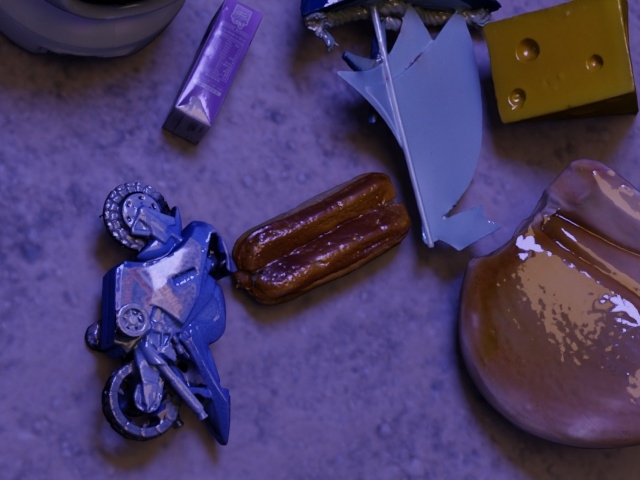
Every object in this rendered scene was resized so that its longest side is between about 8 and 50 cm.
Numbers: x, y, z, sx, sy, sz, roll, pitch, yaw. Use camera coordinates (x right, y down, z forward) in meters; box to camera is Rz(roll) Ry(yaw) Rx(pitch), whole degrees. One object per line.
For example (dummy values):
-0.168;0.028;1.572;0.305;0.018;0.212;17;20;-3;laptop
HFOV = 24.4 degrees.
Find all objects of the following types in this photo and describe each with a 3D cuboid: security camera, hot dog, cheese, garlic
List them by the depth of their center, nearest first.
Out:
-0.165;-0.259;1.127;0.195;0.236;0.194;7;70;-21;security camera
0.000;0.000;1.219;0.165;0.045;0.071;-27;87;-25;hot dog
0.229;0.074;1.245;0.217;0.110;0.228;-41;77;-7;garlic
0.245;-0.158;1.322;0.171;0.126;0.093;-6;84;-59;cheese

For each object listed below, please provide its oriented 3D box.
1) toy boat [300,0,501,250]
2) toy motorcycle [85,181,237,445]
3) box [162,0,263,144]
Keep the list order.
0.069;-0.143;1.255;0.210;0.070;0.291;18;65;-30;toy boat
-0.117;0.056;1.147;0.114;0.076;0.205;5;74;-27;toy motorcycle
-0.089;-0.141;1.223;0.036;0.050;0.117;27;65;-10;box
